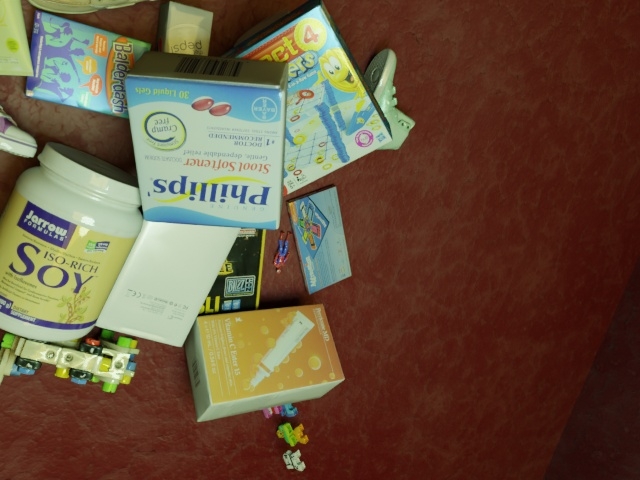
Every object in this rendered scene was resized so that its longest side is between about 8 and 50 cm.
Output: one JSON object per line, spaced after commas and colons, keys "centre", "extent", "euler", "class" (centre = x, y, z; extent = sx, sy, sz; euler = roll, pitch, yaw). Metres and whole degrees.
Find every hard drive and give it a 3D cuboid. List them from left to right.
{"centre": [-0.341, 0.070, 1.169], "extent": [0.210, 0.040, 0.319], "euler": [24, 96, -33], "class": "hard drive"}

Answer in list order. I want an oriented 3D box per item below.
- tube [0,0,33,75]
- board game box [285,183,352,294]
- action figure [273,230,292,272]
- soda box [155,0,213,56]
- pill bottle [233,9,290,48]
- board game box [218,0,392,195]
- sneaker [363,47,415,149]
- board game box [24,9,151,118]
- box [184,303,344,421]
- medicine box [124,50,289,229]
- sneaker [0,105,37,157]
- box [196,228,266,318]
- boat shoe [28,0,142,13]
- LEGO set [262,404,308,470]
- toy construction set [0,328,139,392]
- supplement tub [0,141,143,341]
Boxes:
{"centre": [-0.569, -0.420, 0.930], "extent": [0.062, 0.070, 0.240], "euler": [-11, 114, -31], "class": "tube"}
{"centre": [0.000, 0.000, 1.431], "extent": [0.145, 0.027, 0.282], "euler": [-22, 118, -22], "class": "board game box"}
{"centre": [-0.102, 0.033, 1.388], "extent": [0.038, 0.030, 0.115], "euler": [2, 109, -35], "class": "action figure"}
{"centre": [-0.299, -0.339, 1.094], "extent": [0.091, 0.098, 0.287], "euler": [3, 106, -30], "class": "soda box"}
{"centre": [-0.047, -0.330, 1.183], "extent": [0.188, 0.188, 0.334], "euler": [-40, 122, -10], "class": "pill bottle"}
{"centre": [-0.057, -0.270, 1.056], "extent": [0.308, 0.086, 0.302], "euler": [-25, 123, 18], "class": "board game box"}
{"centre": [0.183, -0.359, 1.354], "extent": [0.150, 0.094, 0.256], "euler": [3, 117, -24], "class": "sneaker"}
{"centre": [-0.459, -0.341, 1.033], "extent": [0.210, 0.047, 0.160], "euler": [6, 105, -32], "class": "board game box"}
{"centre": [-0.147, 0.304, 1.323], "extent": [0.345, 0.215, 0.168], "euler": [-3, 151, -29], "class": "box"}
{"centre": [-0.198, -0.182, 0.974], "extent": [0.263, 0.149, 0.290], "euler": [3, 126, -3], "class": "medicine box"}
{"centre": [-0.613, -0.272, 0.914], "extent": [0.282, 0.102, 0.161], "euler": [32, 86, -17], "class": "sneaker"}
{"centre": [-0.302, 0.068, 1.260], "extent": [0.321, 0.079, 0.257], "euler": [-2, 111, -29], "class": "box"}
{"centre": [-0.396, -0.492, 0.979], "extent": [0.302, 0.098, 0.109], "euler": [-15, 115, -24], "class": "boat shoe"}
{"centre": [-0.110, 0.561, 1.548], "extent": [0.087, 0.093, 0.227], "euler": [-24, 93, -58], "class": "LEGO set"}
{"centre": [-0.555, 0.249, 1.127], "extent": [0.327, 0.215, 0.151], "euler": [4, 86, -25], "class": "toy construction set"}
{"centre": [-0.502, 0.002, 1.024], "extent": [0.241, 0.241, 0.332], "euler": [24, 96, -34], "class": "supplement tub"}
